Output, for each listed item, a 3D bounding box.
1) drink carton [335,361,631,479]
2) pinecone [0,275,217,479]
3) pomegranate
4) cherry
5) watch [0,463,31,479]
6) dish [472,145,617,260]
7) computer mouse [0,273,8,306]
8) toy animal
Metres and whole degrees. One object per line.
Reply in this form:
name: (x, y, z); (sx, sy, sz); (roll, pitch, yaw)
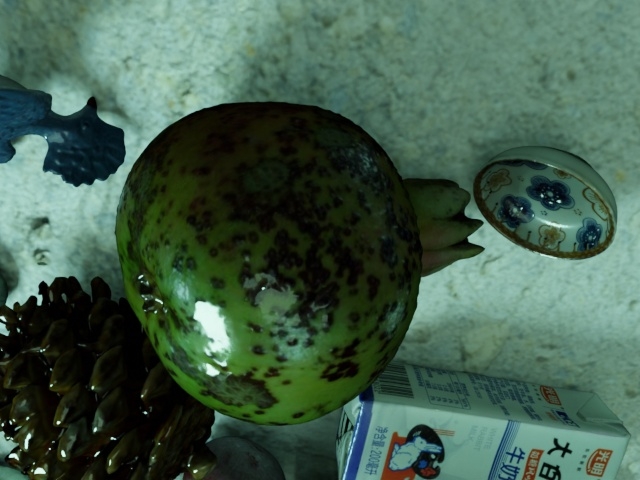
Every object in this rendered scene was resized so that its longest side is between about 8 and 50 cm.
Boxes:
drink carton: (0.182, 0.232, 0.843); (0.315, 0.106, 0.130); (9, 110, -7)
pinecone: (-0.222, 0.159, 0.744); (0.273, 0.224, 0.224); (28, 118, 6)
pomegranate: (0.000, 0.000, 0.649); (0.341, 0.285, 0.285); (-14, 126, -31)
cherry: (-0.125, 0.285, 0.862); (0.188, 0.148, 0.115); (38, 105, -20)
watch: (-0.409, 0.389, 0.858); (0.253, 0.241, 0.161); (-7, 124, 5)
dish: (0.229, -0.055, 0.704); (0.141, 0.078, 0.141); (27, 153, 15)
computer mouse: (-0.453, 0.060, 0.763); (0.229, 0.068, 0.113); (-2, 119, 1)
toy animal: (-0.303, -0.108, 0.617); (0.255, 0.239, 0.176); (-25, 92, -32)
